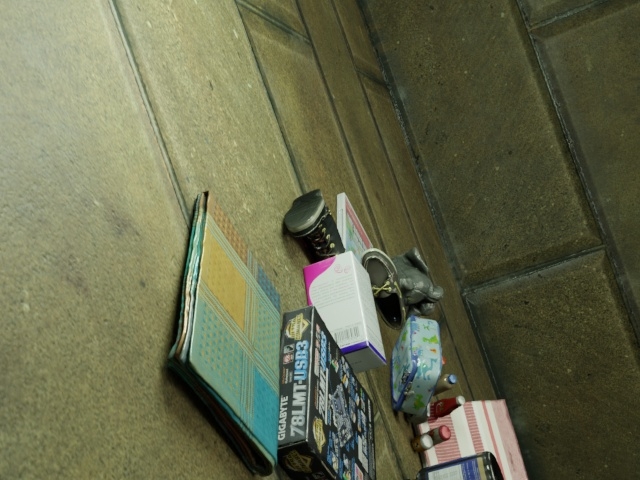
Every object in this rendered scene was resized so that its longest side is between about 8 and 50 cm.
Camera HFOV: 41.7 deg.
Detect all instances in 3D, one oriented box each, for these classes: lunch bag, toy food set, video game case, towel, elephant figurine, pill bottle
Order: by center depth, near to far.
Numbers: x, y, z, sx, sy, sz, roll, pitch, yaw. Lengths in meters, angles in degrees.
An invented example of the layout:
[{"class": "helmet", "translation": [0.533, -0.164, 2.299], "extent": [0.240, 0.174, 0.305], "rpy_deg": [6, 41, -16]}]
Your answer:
[{"class": "towel", "translation": [-0.129, 0.128, 1.245], "extent": [0.370, 0.040, 0.271], "rpy_deg": [-93, 159, -52]}, {"class": "pill bottle", "translation": [0.280, 0.538, 1.805], "extent": [0.123, 0.219, 0.123], "rpy_deg": [-20, 90, -74]}, {"class": "lunch bag", "translation": [0.229, 0.306, 2.047], "extent": [0.219, 0.090, 0.176], "rpy_deg": [-84, -171, -55]}, {"class": "toy food set", "translation": [0.294, 0.414, 2.113], "extent": [0.111, 0.104, 0.232], "rpy_deg": [25, 51, -26]}, {"class": "video game case", "translation": [0.092, 0.034, 2.148], "extent": [0.285, 0.025, 0.204], "rpy_deg": [-88, 154, -53]}, {"class": "towel", "translation": [0.389, 0.539, 2.201], "extent": [0.329, 0.037, 0.237], "rpy_deg": [5, 60, -31]}, {"class": "elephant figurine", "translation": [0.230, 0.098, 2.370], "extent": [0.169, 0.186, 0.239], "rpy_deg": [5, 43, -26]}]

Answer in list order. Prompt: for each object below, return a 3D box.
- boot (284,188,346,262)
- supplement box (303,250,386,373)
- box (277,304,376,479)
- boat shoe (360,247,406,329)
[{"class": "boot", "translation": [0.002, -0.001, 1.747], "extent": [0.236, 0.085, 0.179], "rpy_deg": [-79, 145, -73]}, {"class": "supplement box", "translation": [0.047, 0.150, 1.685], "extent": [0.114, 0.111, 0.220], "rpy_deg": [50, 26, -53]}, {"class": "box", "translation": [0.014, 0.313, 1.441], "extent": [0.295, 0.073, 0.293], "rpy_deg": [-89, 155, -49]}, {"class": "boat shoe", "translation": [0.160, 0.121, 2.072], "extent": [0.069, 0.081, 0.228], "rpy_deg": [-93, 160, -56]}]
